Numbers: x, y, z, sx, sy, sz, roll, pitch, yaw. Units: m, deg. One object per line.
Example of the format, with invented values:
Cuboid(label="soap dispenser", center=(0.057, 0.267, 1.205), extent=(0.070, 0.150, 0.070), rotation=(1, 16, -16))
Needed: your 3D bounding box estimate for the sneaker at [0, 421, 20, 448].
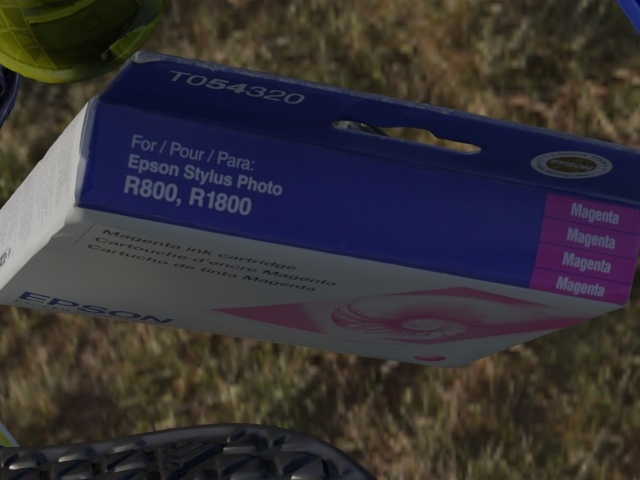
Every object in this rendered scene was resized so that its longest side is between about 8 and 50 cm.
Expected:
Cuboid(label="sneaker", center=(-0.240, 0.127, 0.956), extent=(0.384, 0.145, 0.147), rotation=(33, 45, -10))

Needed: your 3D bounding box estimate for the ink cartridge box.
Cuboid(label="ink cartridge box", center=(0.000, 0.000, 1.135), extent=(0.324, 0.330, 0.071), rotation=(10, 75, -18))

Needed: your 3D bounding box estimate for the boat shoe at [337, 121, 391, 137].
Cuboid(label="boat shoe", center=(0.071, -0.045, 1.358), extent=(0.142, 0.040, 0.049), rotation=(25, 9, -14))

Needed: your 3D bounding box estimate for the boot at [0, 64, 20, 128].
Cuboid(label="boot", center=(-0.169, -0.112, 0.973), extent=(0.086, 0.069, 0.190), rotation=(26, 87, 28))

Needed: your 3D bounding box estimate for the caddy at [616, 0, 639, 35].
Cuboid(label="caddy", center=(0.208, -0.160, 0.748), extent=(0.241, 0.341, 0.179), rotation=(-48, 23, -24))

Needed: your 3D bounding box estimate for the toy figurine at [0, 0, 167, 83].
Cuboid(label="toy figurine", center=(-0.222, -0.208, 0.695), extent=(0.191, 0.217, 0.362), rotation=(-34, 71, -2))

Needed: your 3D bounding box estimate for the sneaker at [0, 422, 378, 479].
Cuboid(label="sneaker", center=(-0.058, 0.108, 0.516), extent=(0.234, 0.097, 0.084), rotation=(-4, 21, 44))
